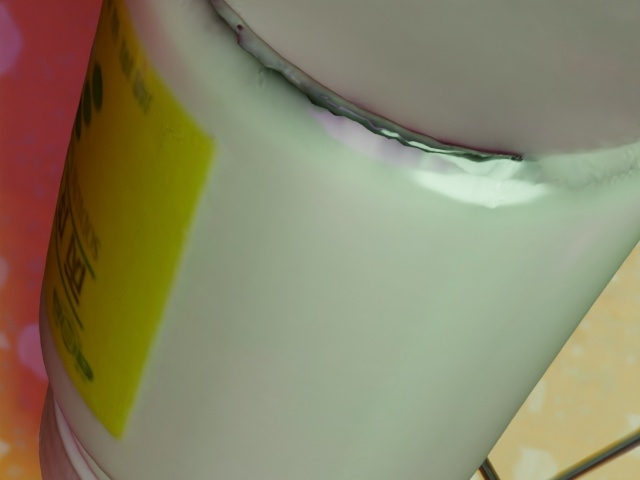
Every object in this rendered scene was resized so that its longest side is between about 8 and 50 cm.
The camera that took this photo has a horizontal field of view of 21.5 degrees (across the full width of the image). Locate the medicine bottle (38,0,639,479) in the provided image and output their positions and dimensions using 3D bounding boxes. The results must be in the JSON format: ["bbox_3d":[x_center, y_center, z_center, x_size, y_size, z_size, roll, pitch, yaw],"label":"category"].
[{"bbox_3d":[0.000,0.000,0.681,0.213,0.379,0.213,8,53,-11],"label":"medicine bottle"}]
